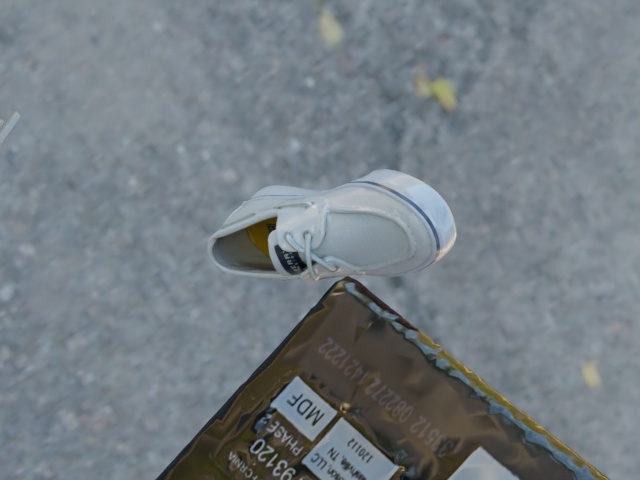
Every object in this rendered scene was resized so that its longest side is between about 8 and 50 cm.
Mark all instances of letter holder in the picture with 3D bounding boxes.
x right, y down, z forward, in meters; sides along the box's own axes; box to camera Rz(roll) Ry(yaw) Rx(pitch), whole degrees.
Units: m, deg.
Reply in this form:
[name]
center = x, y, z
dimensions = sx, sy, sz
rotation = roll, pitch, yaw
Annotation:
[letter holder]
center = 0.091, 0.184, 0.540
dimensions = 0.152, 0.302, 0.214
rotation = -47, 136, -5

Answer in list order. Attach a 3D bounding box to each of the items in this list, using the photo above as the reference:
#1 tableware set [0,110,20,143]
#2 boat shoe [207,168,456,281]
[tableware set]
center = -0.191, -0.001, 0.769
dimensions = 0.024, 0.104, 0.154
rotation = 48, 47, -23
[boat shoe]
center = 0.000, 0.000, 0.603
dimensions = 0.035, 0.100, 0.035
rotation = -37, 115, -34
